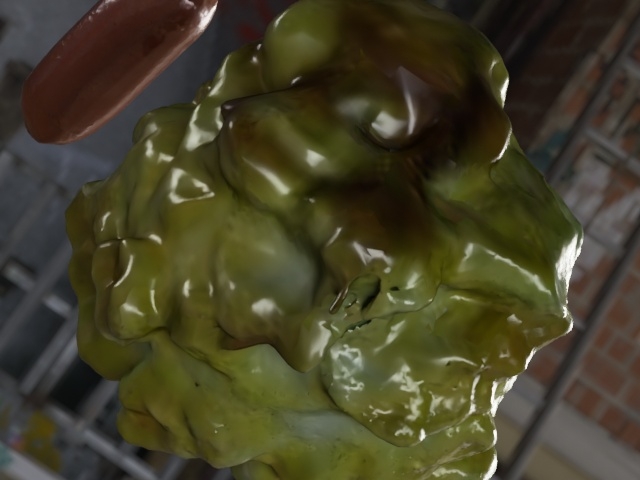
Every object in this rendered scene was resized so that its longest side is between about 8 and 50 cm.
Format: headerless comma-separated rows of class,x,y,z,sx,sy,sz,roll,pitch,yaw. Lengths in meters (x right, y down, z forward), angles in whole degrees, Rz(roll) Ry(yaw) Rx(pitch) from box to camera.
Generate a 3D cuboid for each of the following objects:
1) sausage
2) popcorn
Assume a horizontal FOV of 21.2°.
sausage,-0.154,-0.146,1.300,0.077,0.194,0.077,45,16,-17
popcorn,-0.009,0.015,1.022,0.312,0.312,0.312,35,-2,1
